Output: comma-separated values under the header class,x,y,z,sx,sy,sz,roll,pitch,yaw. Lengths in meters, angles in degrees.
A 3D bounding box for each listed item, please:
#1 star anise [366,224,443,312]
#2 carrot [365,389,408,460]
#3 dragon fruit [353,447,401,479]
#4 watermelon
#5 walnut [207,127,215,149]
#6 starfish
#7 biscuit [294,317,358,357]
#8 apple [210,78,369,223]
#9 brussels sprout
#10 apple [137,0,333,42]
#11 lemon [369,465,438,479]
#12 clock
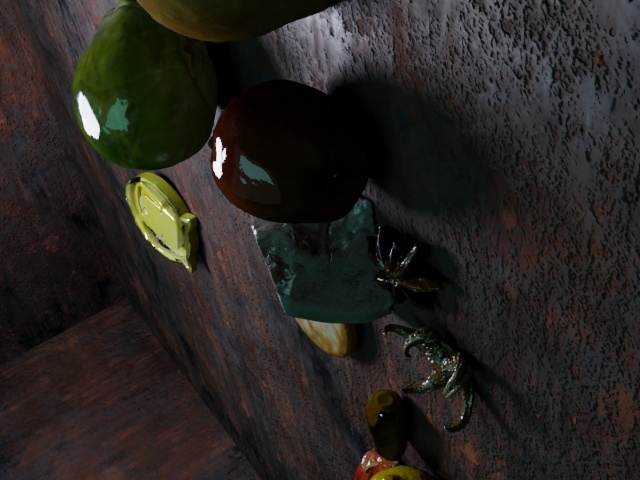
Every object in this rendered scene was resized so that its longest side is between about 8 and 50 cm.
class,x,y,z,sx,sy,sz,roll,pitch,yaw
star anise,0.124,0.046,1.287,0.168,0.057,0.167,50,157,30
carrot,0.129,0.355,1.644,0.082,0.082,0.173,45,154,36
dragon fruit,0.156,0.571,1.797,0.274,0.126,0.161,64,160,-10
watermelon,0.000,0.000,1.440,0.232,0.193,0.310,67,-177,-79
walnut,-0.176,-0.190,1.646,0.096,0.083,0.078,109,155,-71
starfish,0.174,0.204,1.351,0.190,0.074,0.146,45,153,36
biscuit,0.003,0.141,1.715,0.204,0.040,0.309,63,160,-5
apple,-0.047,-0.124,1.245,0.234,0.234,0.234,48,156,30
brussels sprout,-0.321,-0.291,1.617,0.344,0.268,0.344,-32,49,45
apple,-0.123,-0.420,1.094,0.309,0.314,0.252,70,-158,-7
lemon,0.166,0.537,1.648,0.187,0.187,0.244,35,153,49
clock,-0.437,-0.068,2.424,0.293,0.071,0.277,41,145,18
